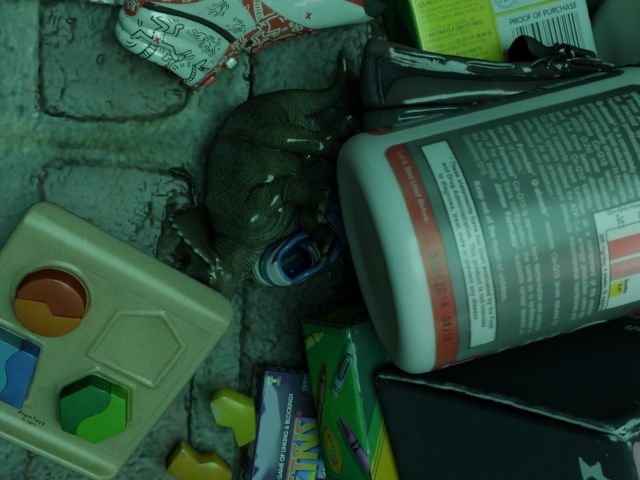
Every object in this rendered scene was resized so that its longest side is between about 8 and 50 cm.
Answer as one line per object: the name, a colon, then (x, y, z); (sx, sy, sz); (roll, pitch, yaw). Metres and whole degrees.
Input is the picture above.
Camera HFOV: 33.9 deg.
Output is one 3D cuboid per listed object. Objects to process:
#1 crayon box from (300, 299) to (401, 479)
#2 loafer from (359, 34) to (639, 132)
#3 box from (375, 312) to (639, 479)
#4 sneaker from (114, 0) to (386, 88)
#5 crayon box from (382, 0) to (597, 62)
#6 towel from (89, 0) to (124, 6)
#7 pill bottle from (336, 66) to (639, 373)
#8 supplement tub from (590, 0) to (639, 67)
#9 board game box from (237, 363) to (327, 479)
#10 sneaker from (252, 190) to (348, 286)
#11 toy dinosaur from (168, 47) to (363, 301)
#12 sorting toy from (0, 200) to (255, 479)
crayon box: (0.121, 0.128, 1.067); (0.278, 0.081, 0.165); (-15, 101, -35)
loafer: (0.182, -0.160, 1.009); (0.303, 0.109, 0.095); (-8, 94, -16)
box: (0.364, 0.267, 1.022); (0.472, 0.297, 0.479); (-24, 107, -34)
sneaker: (-0.069, -0.216, 1.013); (0.270, 0.090, 0.145); (4, 128, -43)
crayon box: (0.153, -0.312, 1.081); (0.202, 0.081, 0.318); (-17, 101, -17)
towel: (-0.244, -0.294, 0.969); (0.197, 0.029, 0.144); (3, 94, -23)
pill bottle: (0.212, -0.030, 0.900); (0.363, 0.210, 0.210); (-15, 99, -6)
supplement tub: (0.471, -0.193, 1.128); (0.316, 0.228, 0.228); (-12, 99, -19)
board game box: (-0.008, 0.218, 1.084); (0.141, 0.048, 0.170); (7, 92, -22)
sneaker: (0.000, 0.000, 1.063); (0.144, 0.059, 0.053); (-40, 104, -14)
toy dinosaur: (-0.050, -0.073, 1.004); (0.160, 0.121, 0.313); (13, 74, 12)
sorting toy: (-0.185, 0.126, 0.977); (0.307, 0.041, 0.229); (30, 108, -19)
